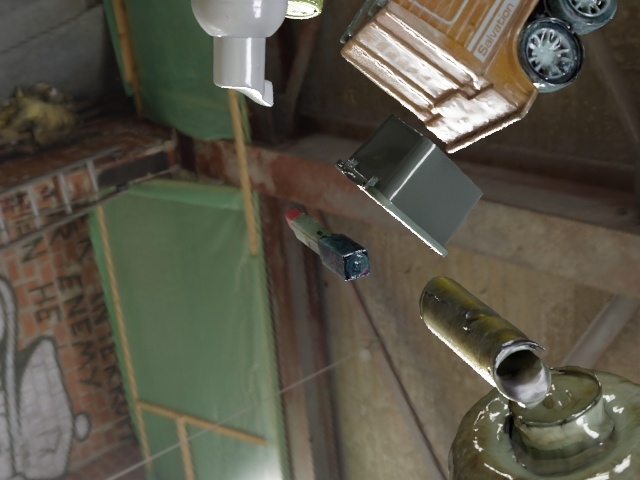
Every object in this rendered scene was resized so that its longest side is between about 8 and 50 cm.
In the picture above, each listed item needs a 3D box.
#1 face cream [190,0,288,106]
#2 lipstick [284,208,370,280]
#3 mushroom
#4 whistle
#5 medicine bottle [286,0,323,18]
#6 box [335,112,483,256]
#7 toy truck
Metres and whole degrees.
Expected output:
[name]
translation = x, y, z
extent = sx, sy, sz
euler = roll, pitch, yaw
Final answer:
[face cream]
translation = -0.104, -0.357, 1.165
extent = 0.145, 0.145, 0.369
euler = 19, -66, 47
[lipstick]
translation = 0.000, 0.000, 1.638
extent = 0.312, 0.051, 0.051
euler = -146, -139, -62
[mushroom]
translation = 0.338, 0.305, 1.211
extent = 0.352, 0.352, 0.260
euler = 6, -55, 52
[whistle]
translation = 0.159, 0.096, 0.937
extent = 0.326, 0.057, 0.068
euler = -133, -127, -80
[medicine bottle]
translation = -0.041, -0.555, 1.706
extent = 0.124, 0.124, 0.238
euler = -4, -102, 54
[box]
translation = 0.160, -0.098, 1.517
extent = 0.135, 0.243, 0.163
euler = -50, -136, 4
[toy truck]
translation = 0.150, -0.236, 0.704
extent = 0.162, 0.305, 0.136
euler = 34, -15, -11
